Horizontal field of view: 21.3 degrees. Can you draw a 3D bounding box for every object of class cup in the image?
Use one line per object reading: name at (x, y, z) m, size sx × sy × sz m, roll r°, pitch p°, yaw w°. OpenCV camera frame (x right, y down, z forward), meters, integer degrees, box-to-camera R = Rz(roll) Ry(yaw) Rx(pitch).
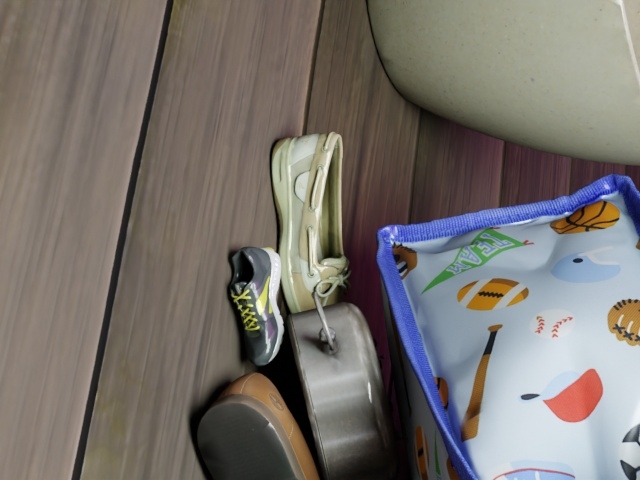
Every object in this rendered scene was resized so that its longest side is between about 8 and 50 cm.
cup at (0.178, -0.215, 1.431) m, size 0.331 × 0.237 × 0.331 m, roll -5°, pitch 90°, yaw -65°

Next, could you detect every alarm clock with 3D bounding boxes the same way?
alarm clock at (0.015, 0.097, 1.150) m, size 0.192 × 0.064 × 0.129 m, roll 74°, pitch 1°, yaw -53°

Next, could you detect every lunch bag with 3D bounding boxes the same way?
lunch bag at (0.190, 0.191, 1.131) m, size 0.385 × 0.239 × 0.328 m, roll -100°, pitch 173°, yaw -60°

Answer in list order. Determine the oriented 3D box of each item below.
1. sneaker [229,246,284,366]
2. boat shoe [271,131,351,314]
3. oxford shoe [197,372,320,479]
sneaker at (-0.047, 0.043, 1.144) m, size 0.035 × 0.031 × 0.083 m, roll 17°, pitch 64°, yaw -48°
boat shoe at (0.001, -0.001, 1.226) m, size 0.056 × 0.048 × 0.153 m, roll -4°, pitch 88°, yaw -65°
oxford shoe at (-0.017, 0.184, 1.124) m, size 0.076 × 0.076 × 0.212 m, roll -60°, pitch 138°, yaw -65°
